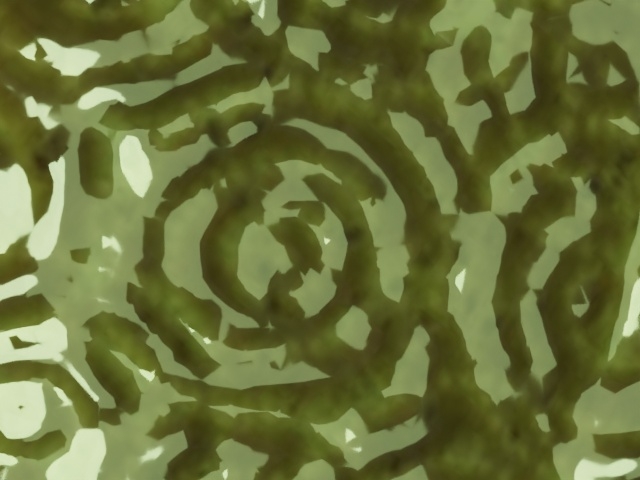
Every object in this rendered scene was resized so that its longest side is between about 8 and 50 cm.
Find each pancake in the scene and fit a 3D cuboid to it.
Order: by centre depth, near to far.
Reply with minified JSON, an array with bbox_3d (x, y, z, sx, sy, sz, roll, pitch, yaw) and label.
[{"bbox_3d":[0.000,0.000,0.312,0.250,0.031,0.250,1,87,-9],"label":"pancake"}]
